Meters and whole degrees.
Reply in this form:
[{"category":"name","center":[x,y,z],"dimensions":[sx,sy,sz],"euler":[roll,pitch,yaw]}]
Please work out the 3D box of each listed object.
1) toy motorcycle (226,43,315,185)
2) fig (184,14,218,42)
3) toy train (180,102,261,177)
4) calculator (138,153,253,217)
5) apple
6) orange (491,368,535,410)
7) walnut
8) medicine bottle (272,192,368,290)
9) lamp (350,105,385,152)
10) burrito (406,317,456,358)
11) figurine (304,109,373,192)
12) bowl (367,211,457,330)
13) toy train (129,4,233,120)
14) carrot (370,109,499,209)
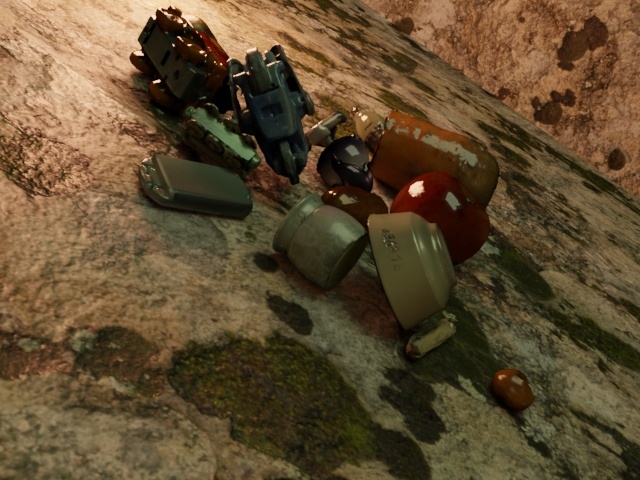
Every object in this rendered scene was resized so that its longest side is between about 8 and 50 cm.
[{"category":"toy motorcycle","center":[-0.088,-0.282,1.527],"dimensions":[0.241,0.182,0.319],"euler":[-24,98,-63]},{"category":"fig","center":[-0.356,-0.561,1.860],"dimensions":[0.153,0.120,0.136],"euler":[19,-14,18]},{"category":"toy train","center":[-0.213,-0.210,1.448],"dimensions":[0.194,0.125,0.081],"euler":[39,69,2]},{"category":"calculator","center":[-0.241,-0.108,1.338],"dimensions":[0.246,0.045,0.141],"euler":[7,37,-37]},{"category":"apple","center":[0.264,-0.039,1.547],"dimensions":[0.230,0.230,0.230],"euler":[23,30,-14]},{"category":"orange","center":[0.371,0.283,1.289],"dimensions":[0.086,0.062,0.086],"euler":[20,30,-13]},{"category":"walnut","center":[0.080,-0.070,1.519],"dimensions":[0.207,0.115,0.116],"euler":[2,40,-40]},{"category":"medicine bottle","center":[0.000,0.000,1.293],"dimensions":[0.143,0.147,0.147],"euler":[38,29,17]},{"category":"lamp","center":[0.176,-0.309,1.995],"dimensions":[0.101,0.101,0.250],"euler":[-8,51,-49]},{"category":"burrito","center":[0.215,0.189,1.315],"dimensions":[0.185,0.041,0.045],"euler":[-13,92,-53]},{"category":"figurine","center":[0.054,-0.202,1.660],"dimensions":[0.222,0.145,0.145],"euler":[51,30,0]},{"category":"bowl","center":[0.184,0.045,1.296],"dimensions":[0.238,0.126,0.237],"euler":[-18,90,-75]},{"category":"toy train","center":[-0.327,-0.440,1.672],"dimensions":[0.232,0.163,0.369],"euler":[12,33,-46]},{"category":"carrot","center":[0.305,-0.196,1.821],"dimensions":[0.341,0.224,0.224],"euler":[24,29,2]}]
